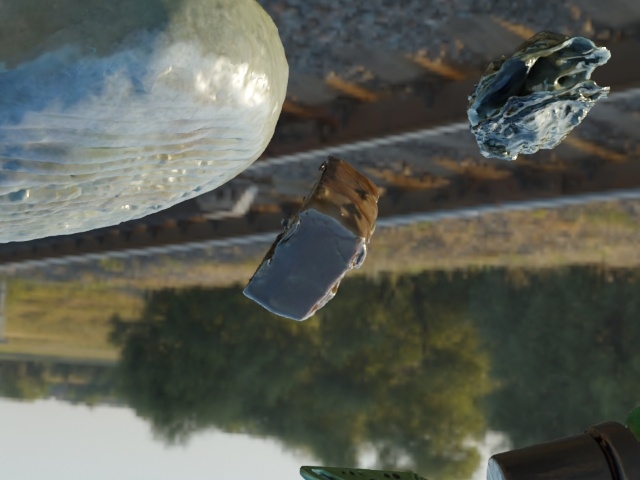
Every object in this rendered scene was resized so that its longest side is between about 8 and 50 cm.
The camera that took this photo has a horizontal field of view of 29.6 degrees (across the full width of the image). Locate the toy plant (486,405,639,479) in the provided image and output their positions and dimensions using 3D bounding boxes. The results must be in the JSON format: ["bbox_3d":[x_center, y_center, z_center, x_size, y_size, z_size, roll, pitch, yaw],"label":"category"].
[{"bbox_3d":[0.439,0.338,1.700,0.400,0.185,0.279,-7,-161,-8],"label":"toy plant"}]

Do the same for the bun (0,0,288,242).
[{"bbox_3d":[-0.205,-0.126,0.945,0.362,0.211,0.362,-18,167,-4],"label":"bun"}]

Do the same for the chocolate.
[{"bbox_3d":[0.000,0.000,1.330,0.093,0.148,0.214,31,-160,-4],"label":"chocolate"}]

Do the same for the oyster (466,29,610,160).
[{"bbox_3d":[0.268,-0.185,1.603,0.162,0.158,0.351,15,175,-7],"label":"oyster"}]

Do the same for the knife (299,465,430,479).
[{"bbox_3d":[0.070,0.167,0.827,0.207,0.014,0.030,14,-162,-37],"label":"knife"}]
